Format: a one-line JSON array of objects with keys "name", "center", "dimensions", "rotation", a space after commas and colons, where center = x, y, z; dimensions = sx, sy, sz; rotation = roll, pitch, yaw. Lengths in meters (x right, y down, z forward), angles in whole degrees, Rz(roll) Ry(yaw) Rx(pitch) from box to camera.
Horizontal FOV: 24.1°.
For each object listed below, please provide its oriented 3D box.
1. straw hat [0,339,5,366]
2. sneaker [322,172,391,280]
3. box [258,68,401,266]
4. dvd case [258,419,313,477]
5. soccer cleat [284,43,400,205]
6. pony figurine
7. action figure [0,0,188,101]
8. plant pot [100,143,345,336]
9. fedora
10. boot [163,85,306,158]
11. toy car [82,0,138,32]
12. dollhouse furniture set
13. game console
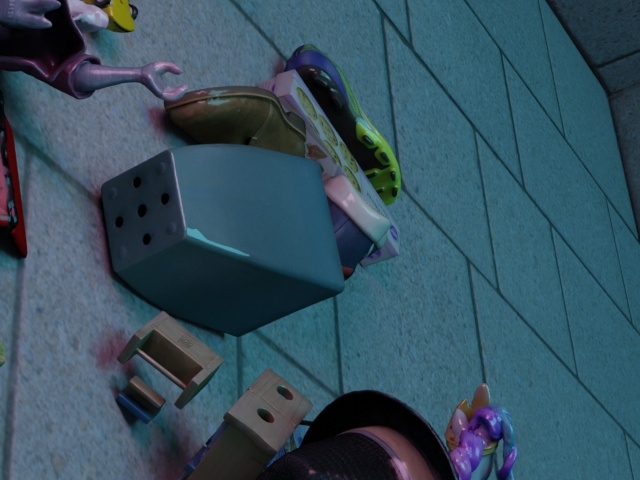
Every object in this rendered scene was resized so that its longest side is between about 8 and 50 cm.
[{"name": "straw hat", "center": [-0.302, 0.095, 1.257], "dimensions": [0.144, 0.061, 0.144], "rotation": [49, 29, -40]}, {"name": "sneaker", "center": [0.000, 0.000, 1.978], "dimensions": [0.131, 0.148, 0.350], "rotation": [45, -1, 4]}, {"name": "box", "center": [0.014, -0.100, 2.143], "dimensions": [0.324, 0.063, 0.067], "rotation": [55, 27, -31]}, {"name": "dvd case", "center": [-0.012, 0.302, 1.792], "dimensions": [0.253, 0.022, 0.180], "rotation": [21, 51, -61]}, {"name": "soccer cleat", "center": [0.041, -0.172, 2.234], "dimensions": [0.289, 0.093, 0.121], "rotation": [54, 21, -33]}, {"name": "pony figurine", "center": [0.136, 0.375, 1.747], "dimensions": [0.351, 0.302, 0.363], "rotation": [-27, 125, -67]}, {"name": "action figure", "center": [-0.297, -0.207, 1.416], "dimensions": [0.370, 0.275, 0.248], "rotation": [-70, 137, -88]}, {"name": "plant pot", "center": [-0.119, -0.012, 1.647], "dimensions": [0.234, 0.165, 0.166], "rotation": [18, 54, -52]}, {"name": "fedora", "center": [0.001, 0.311, 1.437], "dimensions": [0.152, 0.334, 0.334], "rotation": [3, 66, -37]}, {"name": "boot", "center": [-0.094, -0.118, 1.873], "dimensions": [0.305, 0.112, 0.115], "rotation": [21, 62, -64]}, {"name": "toy car", "center": [-0.277, -0.370, 1.727], "dimensions": [0.225, 0.053, 0.239], "rotation": [53, 26, -33]}, {"name": "dollhouse furniture set", "center": [-0.128, 0.178, 1.550], "dimensions": [0.183, 0.129, 0.129], "rotation": [39, 23, 4]}, {"name": "game console", "center": [-0.326, -0.063, 1.402], "dimensions": [0.124, 0.085, 0.144], "rotation": [3, 64, -32]}]
